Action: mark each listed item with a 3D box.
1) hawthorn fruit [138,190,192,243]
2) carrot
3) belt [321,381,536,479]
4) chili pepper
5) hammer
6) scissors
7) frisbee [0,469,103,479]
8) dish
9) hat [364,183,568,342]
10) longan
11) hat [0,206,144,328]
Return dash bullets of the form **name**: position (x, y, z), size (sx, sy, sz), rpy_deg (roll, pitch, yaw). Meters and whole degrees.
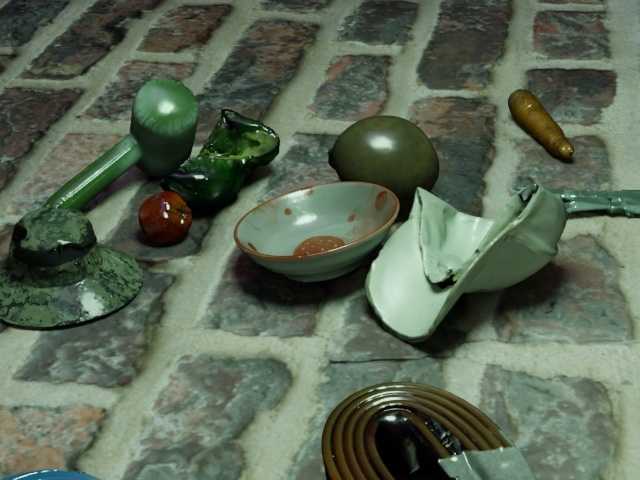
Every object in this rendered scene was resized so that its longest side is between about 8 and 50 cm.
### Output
- **hawthorn fruit**: position (-0.259, -0.035, 1.985), size (0.093, 0.093, 0.093), rpy_deg (-3, 31, 2)
- **carrot**: position (0.411, -0.211, 2.222), size (0.059, 0.059, 0.248), rpy_deg (-11, 35, -12)
- **belt**: position (0.130, 0.297, 1.343), size (0.217, 0.122, 0.338), rpy_deg (-18, 32, -19)
- **chili pepper**: position (-0.179, -0.123, 2.100), size (0.148, 0.116, 0.264), rpy_deg (19, 35, 19)
- **hammer**: position (-0.352, -0.131, 2.089), size (0.119, 0.206, 0.335), rpy_deg (42, 66, 11)
- **scissors**: position (0.506, -0.062, 1.981), size (0.383, 0.029, 0.256), rpy_deg (1, 32, 4)
- **frisbee**: position (-0.341, 0.340, 1.393), size (0.242, 0.045, 0.242), rpy_deg (-4, 30, 2)
- **dish**: position (0.000, 0.000, 1.862), size (0.260, 0.085, 0.260), rpy_deg (-10, 25, 5)
- **hat**: position (0.220, 0.042, 1.760), size (0.257, 0.168, 0.301), rpy_deg (1, 47, 54)
- **longan**: position (0.097, -0.131, 2.009), size (0.204, 0.159, 0.185), rpy_deg (9, -12, 41)
- **hat**: position (-0.410, 0.021, 1.857), size (0.265, 0.128, 0.265), rpy_deg (-1, 34, 1)
